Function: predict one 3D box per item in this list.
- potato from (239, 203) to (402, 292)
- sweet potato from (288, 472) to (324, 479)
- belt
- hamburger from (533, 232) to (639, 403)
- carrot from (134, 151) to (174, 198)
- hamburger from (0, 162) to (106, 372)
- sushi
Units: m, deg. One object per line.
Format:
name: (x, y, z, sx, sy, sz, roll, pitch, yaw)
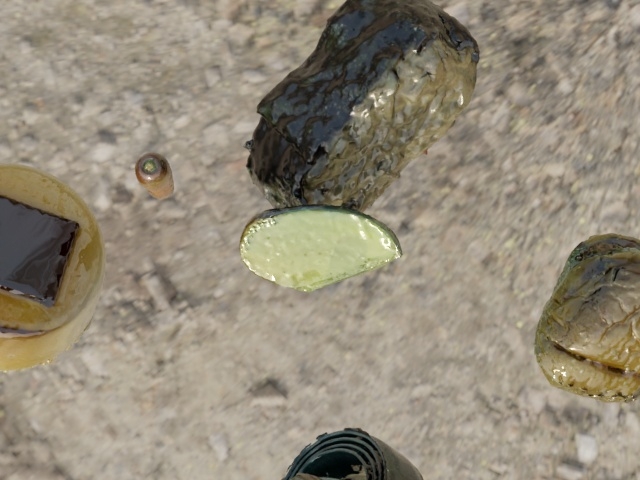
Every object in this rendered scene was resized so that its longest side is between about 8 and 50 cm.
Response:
potato: (0.000, 0.000, 1.585, 0.197, 0.054, 0.119, -8, 118, 7)
sweet potato: (-0.033, 0.347, 1.578, 0.112, 0.286, 0.085, -35, 78, -23)
belt: (0.035, 0.369, 1.770, 0.116, 0.267, 0.206, 37, 79, -27)
hamburger: (0.358, 0.097, 1.543, 0.183, 0.130, 0.206, 20, 93, -26)
carrot: (-0.211, -0.079, 1.690, 0.047, 0.191, 0.047, 0, 82, 1)
hamburger: (-0.431, 0.037, 1.755, 0.302, 0.302, 0.170, 50, 147, 1)
sushi: (0.054, -0.161, 1.681, 0.350, 0.211, 0.171, -50, 48, 12)
